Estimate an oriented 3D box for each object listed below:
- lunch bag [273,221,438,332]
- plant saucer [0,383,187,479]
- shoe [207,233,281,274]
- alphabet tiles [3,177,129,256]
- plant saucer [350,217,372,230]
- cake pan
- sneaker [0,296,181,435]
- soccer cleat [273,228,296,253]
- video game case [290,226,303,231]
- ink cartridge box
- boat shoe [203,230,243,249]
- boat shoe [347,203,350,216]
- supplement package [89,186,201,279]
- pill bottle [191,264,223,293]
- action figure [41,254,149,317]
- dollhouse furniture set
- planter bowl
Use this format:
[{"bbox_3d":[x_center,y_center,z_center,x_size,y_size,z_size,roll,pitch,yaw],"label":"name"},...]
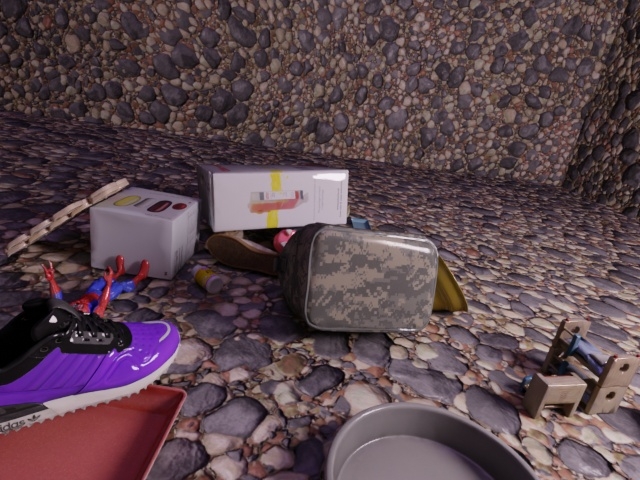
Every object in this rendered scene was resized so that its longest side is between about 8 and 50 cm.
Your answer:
[{"bbox_3d":[0.070,0.073,0.948,0.304,0.213,0.256,5,5,-20],"label":"lunch bag"},{"bbox_3d":[-0.328,0.263,0.518,0.258,0.048,0.258,9,21,0],"label":"plant saucer"},{"bbox_3d":[-0.187,0.040,1.120,0.218,0.077,0.058,20,3,7],"label":"shoe"},{"bbox_3d":[-0.585,-0.058,1.011,0.283,0.021,0.278,-31,16,2],"label":"alphabet tiles"},{"bbox_3d":[0.145,-0.038,1.519,0.067,0.018,0.192,8,22,-5],"label":"plant saucer"},{"bbox_3d":[0.146,0.328,0.545,0.292,0.054,0.293,8,21,-3],"label":"cake pan"},{"bbox_3d":[-0.321,0.138,0.569,0.293,0.146,0.102,-13,30,-43],"label":"sneaker"},{"bbox_3d":[-0.007,0.047,1.118,0.247,0.083,0.095,27,-17,-9],"label":"soccer cleat"},{"bbox_3d":[0.051,0.006,1.238,0.273,0.026,0.196,18,23,17],"label":"video game case"},{"bbox_3d":[-0.149,-0.137,1.270,0.383,0.161,0.279,-4,15,-22],"label":"ink cartridge box"},{"bbox_3d":[-0.274,-0.019,1.233,0.062,0.059,0.170,14,22,13],"label":"boat shoe"},{"bbox_3d":[0.051,-0.108,1.611,0.152,0.048,0.056,-9,28,-39],"label":"boat shoe"},{"bbox_3d":[-0.420,-0.025,1.065,0.193,0.150,0.203,9,20,-1],"label":"supplement package"},{"bbox_3d":[-0.262,0.087,0.994,0.043,0.044,0.083,-13,30,-44],"label":"pill bottle"},{"bbox_3d":[-0.431,0.074,0.840,0.091,0.139,0.280,8,24,0],"label":"action figure"},{"bbox_3d":[0.455,0.232,0.812,0.183,0.129,0.129,3,22,-16],"label":"dollhouse furniture set"},{"bbox_3d":[0.256,0.100,1.053,0.090,0.217,0.217,-30,26,1],"label":"planter bowl"}]
